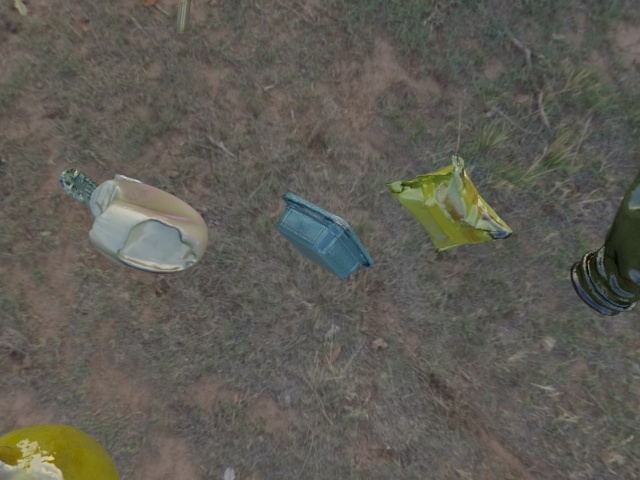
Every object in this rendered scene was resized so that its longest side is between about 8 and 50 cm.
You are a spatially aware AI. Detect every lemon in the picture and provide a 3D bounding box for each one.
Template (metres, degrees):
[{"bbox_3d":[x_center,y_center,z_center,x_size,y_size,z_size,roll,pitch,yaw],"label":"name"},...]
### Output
[{"bbox_3d":[-0.354,0.341,0.589,0.184,0.184,0.248,-28,125,-3],"label":"lemon"}]

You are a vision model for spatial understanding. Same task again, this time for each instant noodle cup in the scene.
[{"bbox_3d":[0.000,0.000,0.853,0.179,0.157,0.070,28,75,42],"label":"instant noodle cup"}]

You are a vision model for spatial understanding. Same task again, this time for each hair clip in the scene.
[{"bbox_3d":[-0.490,-0.088,1.062,0.036,0.229,0.066,-27,45,31],"label":"hair clip"}]

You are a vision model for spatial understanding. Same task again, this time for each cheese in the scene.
[{"bbox_3d":[-0.269,-0.043,0.685,0.163,0.286,0.082,17,104,-39],"label":"cheese"}]

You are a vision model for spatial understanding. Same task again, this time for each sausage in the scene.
[{"bbox_3d":[-0.271,-0.480,0.922,0.024,0.132,0.024,13,41,-12],"label":"sausage"}]

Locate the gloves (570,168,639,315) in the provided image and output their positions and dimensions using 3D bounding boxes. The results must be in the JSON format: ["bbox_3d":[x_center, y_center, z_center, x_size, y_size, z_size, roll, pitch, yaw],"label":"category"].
[{"bbox_3d":[0.339,-0.021,0.435,0.107,0.268,0.135,1,53,1],"label":"gloves"}]

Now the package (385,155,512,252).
[{"bbox_3d":[0.248,-0.062,0.891,0.226,0.168,0.090,45,47,-30],"label":"package"}]
